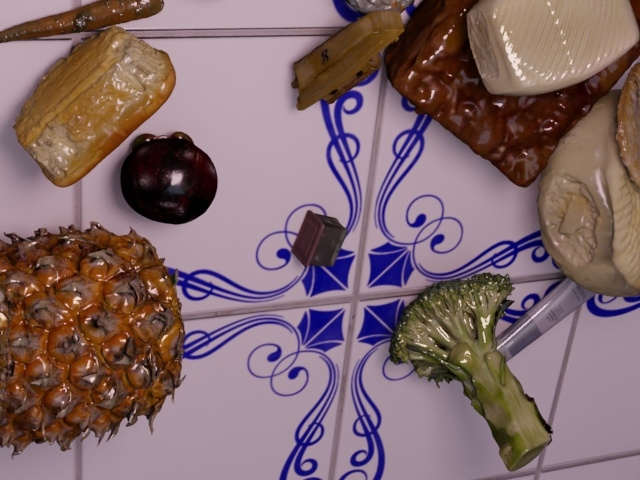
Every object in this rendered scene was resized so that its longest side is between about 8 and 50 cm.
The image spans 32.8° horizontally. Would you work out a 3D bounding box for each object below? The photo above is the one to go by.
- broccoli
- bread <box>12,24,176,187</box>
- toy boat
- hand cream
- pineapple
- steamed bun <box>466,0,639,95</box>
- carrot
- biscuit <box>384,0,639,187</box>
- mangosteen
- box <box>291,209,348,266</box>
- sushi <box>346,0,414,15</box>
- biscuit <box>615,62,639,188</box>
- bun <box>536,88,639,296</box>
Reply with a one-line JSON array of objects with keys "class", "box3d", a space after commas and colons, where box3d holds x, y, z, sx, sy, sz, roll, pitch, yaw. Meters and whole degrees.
[{"class": "broccoli", "box3d": [0.270, 0.249, 1.941, 0.252, 0.361, 0.221, -25, 150, 29]}, {"class": "bread", "box3d": [-0.317, -0.192, 1.530, 0.245, 0.174, 0.121, -40, 130, 2]}, {"class": "toy boat", "box3d": [0.041, -0.273, 1.650, 0.088, 0.068, 0.226, 17, 143, -42]}, {"class": "hand cream", "box3d": [0.443, 0.140, 2.128, 0.255, 0.048, 0.079, -38, 124, 0]}, {"class": "pineapple", "box3d": [-0.358, 0.139, 1.600, 0.300, 0.352, 0.352, -7, 121, -21]}, {"class": "steamed bun", "box3d": [0.324, -0.303, 1.569, 0.238, 0.152, 0.170, -23, 98, -15]}, {"class": "carrot", "box3d": [-0.342, -0.313, 1.534, 0.254, 0.049, 0.049, -17, 123, -9]}, {"class": "biscuit", "box3d": [0.318, -0.326, 1.733, 0.342, 0.166, 0.395, 34, 100, -29]}, {"class": "mangosteen", "box3d": [-0.229, -0.100, 1.651, 0.152, 0.152, 0.153, -11, 122, -18]}, {"class": "box", "box3d": [0.000, 0.000, 1.852, 0.063, 0.060, 0.085, 8, 114, -36]}, {"class": "sushi", "box3d": [0.119, -0.435, 1.612, 0.225, 0.126, 0.136, -47, 125, 9]}, {"class": "biscuit", "box3d": [0.542, -0.184, 1.786, 0.219, 0.033, 0.220, 2, 88, -47]}, {"class": "bun", "box3d": [0.501, -0.083, 1.919, 0.364, 0.202, 0.364, -7, 99, -45]}]
